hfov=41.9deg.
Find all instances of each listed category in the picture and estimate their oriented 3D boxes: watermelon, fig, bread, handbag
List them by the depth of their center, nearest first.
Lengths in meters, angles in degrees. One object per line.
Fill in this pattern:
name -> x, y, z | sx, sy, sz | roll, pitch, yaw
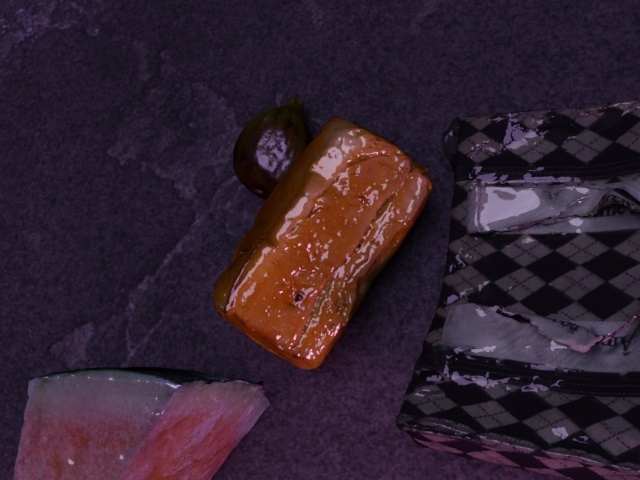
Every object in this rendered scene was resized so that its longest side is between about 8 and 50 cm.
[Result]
handbag -> 0.261, 0.045, 0.917 | 0.316, 0.180, 0.416 | 5, 69, 24
watermelon -> -0.223, 0.241, 0.966 | 0.151, 0.264, 0.302 | 34, 89, 26
bread -> 0.000, 0.000, 1.018 | 0.166, 0.132, 0.294 | 33, 84, 1
fig -> -0.051, -0.129, 1.116 | 0.109, 0.103, 0.155 | 32, 71, -11
